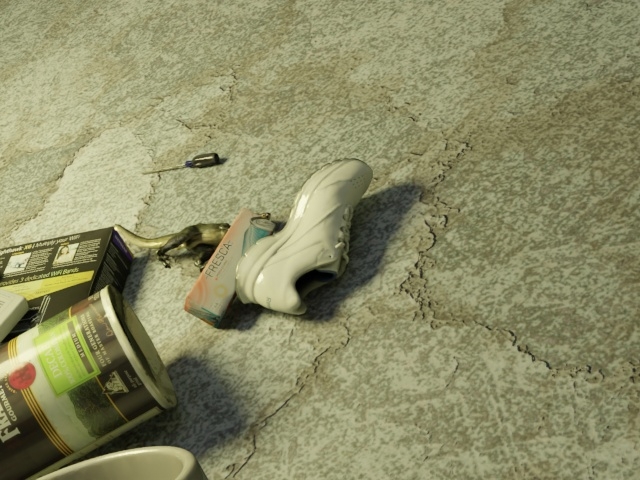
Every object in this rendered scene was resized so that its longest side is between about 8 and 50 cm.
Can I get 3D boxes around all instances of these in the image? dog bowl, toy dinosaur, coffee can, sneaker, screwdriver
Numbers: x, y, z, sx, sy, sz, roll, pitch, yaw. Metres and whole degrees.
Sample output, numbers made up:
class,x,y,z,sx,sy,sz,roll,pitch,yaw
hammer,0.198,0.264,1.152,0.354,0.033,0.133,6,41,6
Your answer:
class,x,y,z,sx,sy,sz,roll,pitch,yaw
dog bowl,-0.283,0.355,1.395,0.348,0.102,0.349,-17,7,2
toy dinosaur,-0.213,0.006,1.879,0.268,0.064,0.118,-4,34,5
coffee can,-0.374,0.216,1.654,0.275,0.201,0.201,-29,39,-2
sneaker,0.000,0.000,1.771,0.129,0.111,0.297,25,68,30
screwdriver,-0.257,-0.138,2.117,0.170,0.024,0.025,-8,13,32

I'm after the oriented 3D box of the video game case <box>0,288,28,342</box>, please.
class,x,y,z,sx,sy,sz,roll,pitch,yaw
video game case,-0.666,0.161,1.772,0.300,0.036,0.329,16,45,16

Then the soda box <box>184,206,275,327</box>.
class,x,y,z,sx,sy,sz,roll,pitch,yaw
soda box,-0.141,0.042,1.791,0.063,0.058,0.183,29,65,3

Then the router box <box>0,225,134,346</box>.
class,x,y,z,sx,sy,sz,roll,pitch,yaw
router box,-0.487,0.111,1.926,0.308,0.081,0.243,-10,43,21
